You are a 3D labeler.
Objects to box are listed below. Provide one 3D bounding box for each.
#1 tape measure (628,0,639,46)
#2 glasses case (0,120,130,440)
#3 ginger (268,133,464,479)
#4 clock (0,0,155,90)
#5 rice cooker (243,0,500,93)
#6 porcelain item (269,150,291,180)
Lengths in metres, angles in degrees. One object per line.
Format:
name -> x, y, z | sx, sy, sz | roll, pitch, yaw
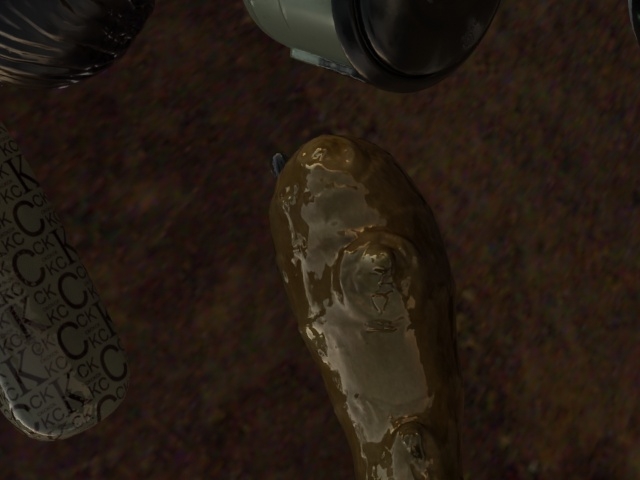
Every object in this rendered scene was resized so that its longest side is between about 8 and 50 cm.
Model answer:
tape measure -> 0.352, -0.209, 1.498 | 0.181, 0.107, 0.182 | -29, 113, 12
glasses case -> -0.309, 0.027, 1.718 | 0.085, 0.137, 0.354 | -28, 90, 57
ginger -> 0.032, 0.076, 0.832 | 0.086, 0.294, 0.131 | -9, 152, -2
clock -> -0.121, -0.139, 0.669 | 0.194, 0.195, 0.100 | -48, 69, 17
rice cooker -> 0.058, -0.275, 1.717 | 0.227, 0.280, 0.241 | 23, 101, 43
porcelain item -> 0.000, 0.000, 1.882 | 0.215, 0.069, 0.081 | 61, 164, 18
